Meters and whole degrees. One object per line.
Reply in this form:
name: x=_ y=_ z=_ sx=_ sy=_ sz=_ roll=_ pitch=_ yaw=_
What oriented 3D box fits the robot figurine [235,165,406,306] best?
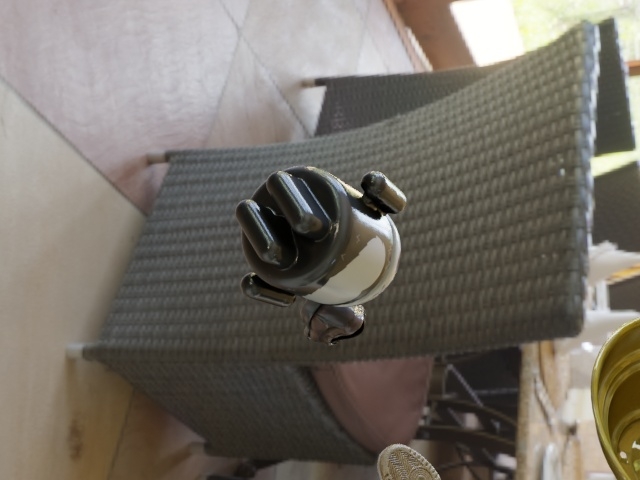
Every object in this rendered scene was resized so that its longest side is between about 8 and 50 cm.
robot figurine: x=0.003 y=0.000 z=1.154 sx=0.278 sy=0.209 sz=0.173 roll=27 pitch=65 yaw=-58

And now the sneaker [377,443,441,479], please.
sneaker: x=0.171 y=0.486 z=1.418 sx=0.099 sy=0.153 sz=0.282 roll=-30 pitch=79 yaw=-27

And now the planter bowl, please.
planter bowl: x=0.310 y=0.173 z=0.688 sx=0.090 sy=0.217 sz=0.217 roll=105 pitch=3 yaw=-50

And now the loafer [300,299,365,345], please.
loafer: x=0.032 y=0.143 z=1.425 sx=0.109 sy=0.095 sz=0.302 roll=-51 pitch=167 yaw=-6
